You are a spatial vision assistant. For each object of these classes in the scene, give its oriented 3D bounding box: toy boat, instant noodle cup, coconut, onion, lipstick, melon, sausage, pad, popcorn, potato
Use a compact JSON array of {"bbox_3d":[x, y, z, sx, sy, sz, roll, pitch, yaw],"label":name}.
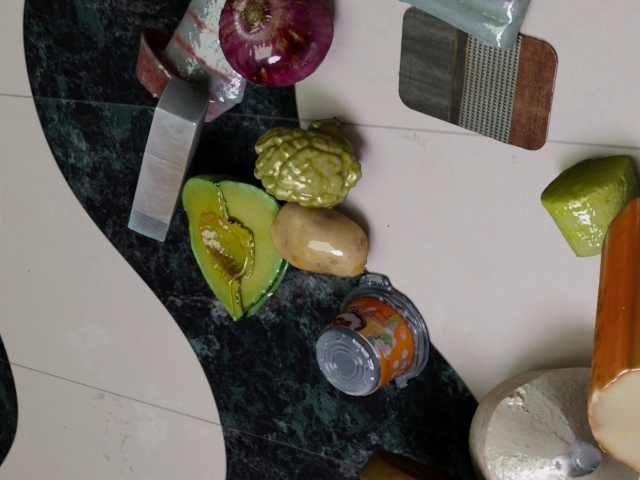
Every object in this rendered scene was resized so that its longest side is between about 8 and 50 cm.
[{"bbox_3d":[-0.181,-0.337,1.948,0.206,0.096,0.282,37,120,10],"label":"toy boat"},{"bbox_3d":[0.072,0.175,1.972,0.178,0.125,0.208,-14,104,44],"label":"instant noodle cup"},{"bbox_3d":[0.338,0.298,1.726,0.239,0.239,0.244,55,169,2],"label":"coconut"},{"bbox_3d":[-0.065,-0.317,1.801,0.177,0.153,0.177,10,104,45],"label":"onion"},{"bbox_3d":[-0.260,-0.129,2.044,0.076,0.079,0.371,23,146,-3],"label":"lipstick"},{"bbox_3d":[-0.144,-0.021,2.061,0.169,0.129,0.265,33,138,50],"label":"melon"},{"bbox_3d":[0.448,0.113,1.460,0.233,0.287,0.233,10,138,10],"label":"sausage"},{"bbox_3d":[0.199,-0.154,1.729,0.250,0.055,0.323,22,109,29],"label":"pad"},{"bbox_3d":[-0.023,-0.114,1.877,0.173,0.173,0.142,2,106,40],"label":"popcorn"},{"bbox_3d":[0.000,0.000,1.947,0.178,0.109,0.118,22,122,22],"label":"potato"}]

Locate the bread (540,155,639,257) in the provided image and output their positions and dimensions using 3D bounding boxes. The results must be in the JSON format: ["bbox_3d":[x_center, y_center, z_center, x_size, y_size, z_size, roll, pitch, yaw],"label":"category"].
[{"bbox_3d":[0.368,-0.045,1.617,0.129,0.111,0.114,-15,111,49],"label":"bread"}]

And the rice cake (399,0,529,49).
[{"bbox_3d":[0.178,-0.341,1.648,0.226,0.040,0.085,31,125,25],"label":"rice cake"}]

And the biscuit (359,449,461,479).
[{"bbox_3d":[0.220,0.419,1.843,0.350,0.394,0.070,23,86,15],"label":"biscuit"}]
